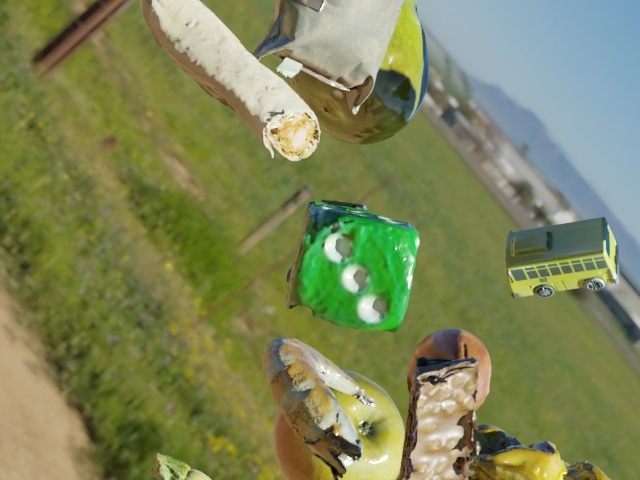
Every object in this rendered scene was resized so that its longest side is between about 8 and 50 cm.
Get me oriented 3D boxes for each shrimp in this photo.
[{"bbox_3d":[-0.008,0.206,1.893,0.185,0.068,0.287,47,8,-4],"label":"shrimp"}]

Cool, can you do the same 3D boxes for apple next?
[{"bbox_3d":[0.035,0.356,2.495,0.261,0.261,0.194,47,-34,-16],"label":"apple"}]

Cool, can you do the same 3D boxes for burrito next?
[{"bbox_3d":[-0.091,-0.164,1.325,0.226,0.060,0.087,45,-2,3],"label":"burrito"}]

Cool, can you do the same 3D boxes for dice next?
[{"bbox_3d":[0.035,0.027,1.506,0.128,0.120,0.131,12,8,0],"label":"dice"}]

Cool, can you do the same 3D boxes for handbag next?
[{"bbox_3d":[0.029,-0.276,1.398,0.182,0.270,0.117,19,4,-42],"label":"handbag"}]

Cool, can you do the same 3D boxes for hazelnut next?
[{"bbox_3d":[0.208,0.222,2.273,0.150,0.150,0.150,48,9,-10],"label":"hazelnut"}]

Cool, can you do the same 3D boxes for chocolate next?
[{"bbox_3d":[0.134,0.265,1.681,0.065,0.102,0.329,-114,-160,-49],"label":"chocolate"}]

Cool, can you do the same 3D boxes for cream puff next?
[{"bbox_3d":[0.282,0.388,1.993,0.324,0.291,0.257,26,-37,50],"label":"cream puff"}]

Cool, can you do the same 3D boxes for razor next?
[{"bbox_3d":[0.000,0.005,1.818,0.190,0.066,0.033,-54,145,-52],"label":"razor"}]

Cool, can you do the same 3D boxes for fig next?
[{"bbox_3d":[0.087,-0.275,2.128,0.233,0.233,0.314,51,44,8],"label":"fig"}]

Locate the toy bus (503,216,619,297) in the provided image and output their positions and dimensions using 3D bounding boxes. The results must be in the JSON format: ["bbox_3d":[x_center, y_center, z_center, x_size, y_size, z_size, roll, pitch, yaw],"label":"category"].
[{"bbox_3d":[0.374,0.026,2.191,0.101,0.175,0.088,58,31,-44],"label":"toy bus"}]

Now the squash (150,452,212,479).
[{"bbox_3d":[-0.133,0.337,1.606,0.224,0.094,0.094,62,7,-10],"label":"squash"}]
